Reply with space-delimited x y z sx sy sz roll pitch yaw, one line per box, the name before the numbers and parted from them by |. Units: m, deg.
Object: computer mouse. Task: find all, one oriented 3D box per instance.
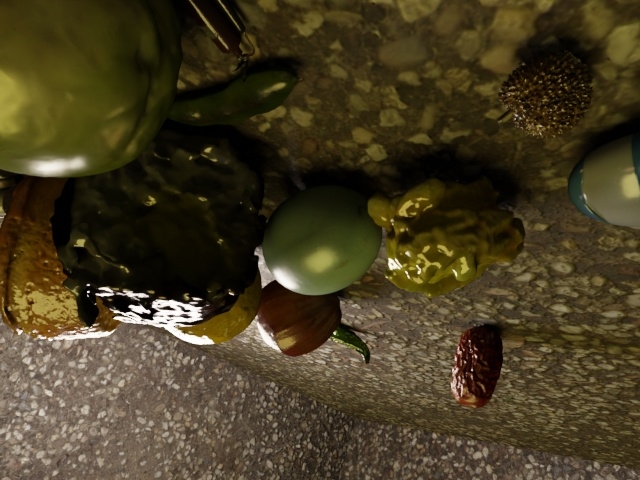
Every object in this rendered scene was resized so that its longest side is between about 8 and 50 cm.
computer mouse | -0.625 -0.126 0.943 0.082 0.145 0.236 -9 -163 -23

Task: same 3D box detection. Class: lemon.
lemon | -0.251 0.094 1.037 0.254 0.253 0.310 12 151 16

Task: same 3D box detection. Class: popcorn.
popcorn | 0.165 -0.012 0.631 0.198 0.155 0.197 -9 163 -3

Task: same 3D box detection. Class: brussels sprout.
brussels sprout | -0.269 -0.195 0.451 0.273 0.243 0.316 46 133 17

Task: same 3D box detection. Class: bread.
bread | -0.489 0.022 0.967 0.204 0.358 0.337 6 163 -9

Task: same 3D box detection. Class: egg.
egg | 0.000 0.000 0.750 0.168 0.168 0.231 30 152 -21

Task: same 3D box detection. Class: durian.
durian | 0.204 -0.130 0.439 0.091 0.080 0.080 -32 140 4

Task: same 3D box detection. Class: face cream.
face cream | 0.375 -0.066 0.444 0.264 0.083 0.149 -7 142 44

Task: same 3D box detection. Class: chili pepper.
chili pepper | -0.012 0.260 1.404 0.359 0.076 0.085 22 -178 3

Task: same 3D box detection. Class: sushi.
sushi | -0.248 -0.005 0.757 0.300 0.281 0.294 -2 168 -18

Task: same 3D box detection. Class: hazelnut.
hazelnut | -0.055 0.188 1.162 0.210 0.186 0.210 30 153 18

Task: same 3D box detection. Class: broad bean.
broad bean | -0.119 -0.179 0.615 0.255 0.046 0.065 0 150 37

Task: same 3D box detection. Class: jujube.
jujube | 0.352 0.283 1.065 0.109 0.176 0.112 -2 154 46

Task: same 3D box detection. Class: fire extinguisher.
fire extinguisher | -0.120 -0.249 0.497 0.049 0.035 0.173 -33 134 12
